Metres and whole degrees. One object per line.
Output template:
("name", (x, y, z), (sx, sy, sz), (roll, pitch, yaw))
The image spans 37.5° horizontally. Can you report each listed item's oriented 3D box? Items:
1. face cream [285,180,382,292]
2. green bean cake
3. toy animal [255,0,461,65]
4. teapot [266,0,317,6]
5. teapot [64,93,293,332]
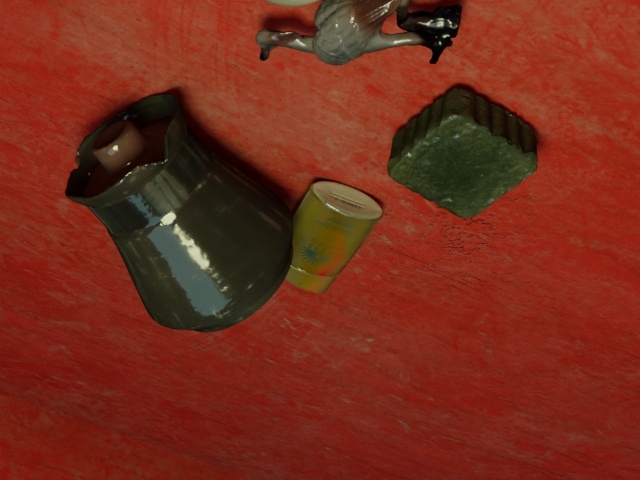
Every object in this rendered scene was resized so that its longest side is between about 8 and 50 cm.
("face cream", (0.000, 0.000, 1.752), (0.139, 0.067, 0.285), (21, 144, -9))
("green bean cake", (0.224, -0.138, 1.475), (0.183, 0.094, 0.185), (28, 141, -21))
("toy animal", (0.030, -0.284, 1.299), (0.324, 0.091, 0.195), (-1, 168, 18))
("teapot", (-0.056, -0.384, 1.225), (0.245, 0.116, 0.159), (34, 150, -19))
("teapot", (-0.260, -0.056, 1.608), (0.376, 0.305, 0.362), (16, 148, 51))
